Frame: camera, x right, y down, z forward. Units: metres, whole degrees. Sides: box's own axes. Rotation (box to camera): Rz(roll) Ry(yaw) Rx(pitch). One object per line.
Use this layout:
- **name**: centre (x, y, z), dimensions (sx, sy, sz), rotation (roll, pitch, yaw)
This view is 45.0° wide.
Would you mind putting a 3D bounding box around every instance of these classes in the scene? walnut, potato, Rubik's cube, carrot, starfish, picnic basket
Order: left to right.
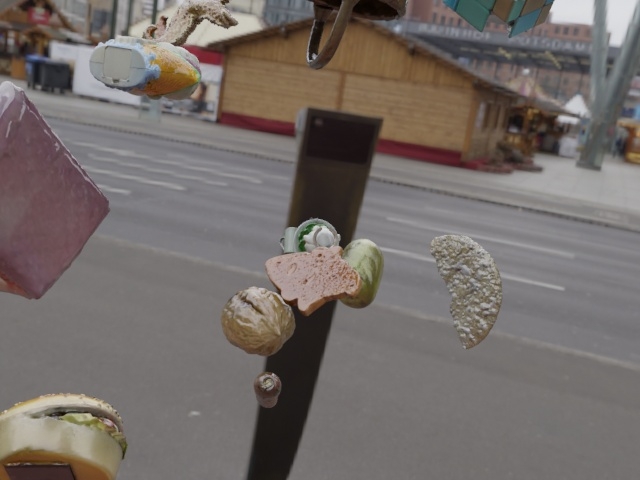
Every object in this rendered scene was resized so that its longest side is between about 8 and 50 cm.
- **starfish**: centre (-0.256, -0.512, 1.685), dimensions (0.113, 0.303, 0.312), rotation (47, 2, -27)
- **walnut**: centre (-0.137, 0.184, 1.731), dimensions (0.155, 0.155, 0.184), rotation (2, 9, -32)
- **carrot**: centre (-0.117, 0.327, 1.688), dimensions (0.060, 0.060, 0.186), rotation (8, -23, -2)
- **picnic basket**: centre (0.037, -0.566, 1.868), dimensions (0.337, 0.337, 0.293), rotation (6, 6, -15)
- **potato**: centre (0.114, 0.098, 2.305), dimensions (0.148, 0.197, 0.228), rotation (5, 51, 15)
- **Rubik's cube**: centre (0.408, -0.592, 1.687), dimensions (0.224, 0.213, 0.265), rotation (-31, 63, -30)

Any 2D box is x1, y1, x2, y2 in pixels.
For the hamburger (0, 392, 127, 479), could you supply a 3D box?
- **hamburger**: centre (-0.555, 0.437, 1.639), dimensions (0.300, 0.300, 0.176), rotation (6, 49, -15)

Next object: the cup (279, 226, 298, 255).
- **cup**: centre (-0.097, 0.007, 2.416), dimensions (0.075, 0.083, 0.054), rotation (1, -23, 9)

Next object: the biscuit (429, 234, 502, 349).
- **biscuit**: centre (0.308, 0.085, 1.584), dimensions (0.032, 0.250, 0.133), rotation (8, -31, -42)

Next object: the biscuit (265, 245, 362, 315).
- **biscuit**: centre (-0.020, 0.083, 1.697), dimensions (0.280, 0.043, 0.183), rotation (8, 51, 43)

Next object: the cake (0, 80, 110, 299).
- **cake**: centre (-0.536, -0.076, 1.264), dimensions (0.237, 0.309, 0.230), rotation (9, 52, 34)

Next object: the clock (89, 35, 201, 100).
- **clock**: centre (-0.305, -0.304, 1.376), dimensions (0.231, 0.103, 0.144), rotation (17, 14, 31)

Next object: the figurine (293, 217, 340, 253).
- **figurine**: centre (0.000, 0.000, 2.070), dimensions (0.132, 0.132, 0.153), rotation (7, -3, -11)
